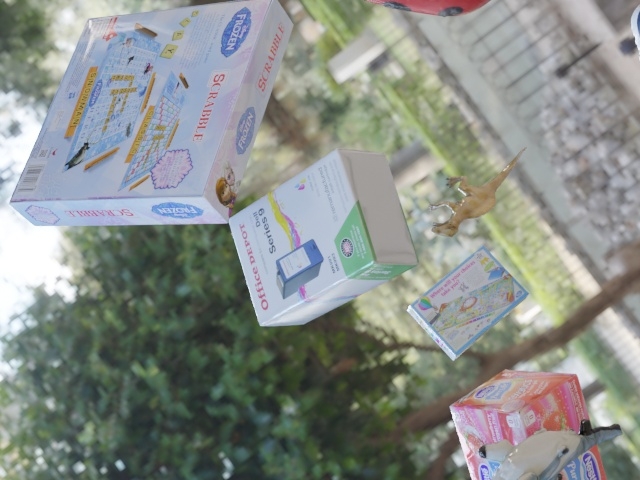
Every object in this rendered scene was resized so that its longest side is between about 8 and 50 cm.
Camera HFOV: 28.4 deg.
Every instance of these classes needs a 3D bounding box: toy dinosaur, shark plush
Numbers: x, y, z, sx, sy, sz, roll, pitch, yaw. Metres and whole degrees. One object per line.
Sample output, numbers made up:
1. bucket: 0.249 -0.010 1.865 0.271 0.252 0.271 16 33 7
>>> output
1. toy dinosaur: 0.212 -0.057 1.742 0.093 0.183 0.053 17 146 55
2. shark plush: 0.226 0.221 1.272 0.073 0.161 0.067 32 147 47

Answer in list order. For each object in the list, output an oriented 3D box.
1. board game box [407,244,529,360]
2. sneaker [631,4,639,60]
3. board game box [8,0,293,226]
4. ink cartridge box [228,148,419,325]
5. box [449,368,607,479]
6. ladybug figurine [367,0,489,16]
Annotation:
1. board game box: 0.222 0.092 1.894 0.103 0.154 0.026 48 163 13
2. sneaker: 0.616 -0.308 2.195 0.095 0.090 0.235 31 159 55
3. board game box: -0.222 -0.168 1.672 0.066 0.318 0.318 50 -131 -48
4. ink cartridge box: 0.000 0.000 1.575 0.093 0.212 0.154 0 -113 -46
5. box: 0.333 0.362 1.936 0.154 0.142 0.299 -4 108 52
6. ladybug figurine: 0.140 -0.506 2.234 0.449 0.161 0.305 20 -153 22
